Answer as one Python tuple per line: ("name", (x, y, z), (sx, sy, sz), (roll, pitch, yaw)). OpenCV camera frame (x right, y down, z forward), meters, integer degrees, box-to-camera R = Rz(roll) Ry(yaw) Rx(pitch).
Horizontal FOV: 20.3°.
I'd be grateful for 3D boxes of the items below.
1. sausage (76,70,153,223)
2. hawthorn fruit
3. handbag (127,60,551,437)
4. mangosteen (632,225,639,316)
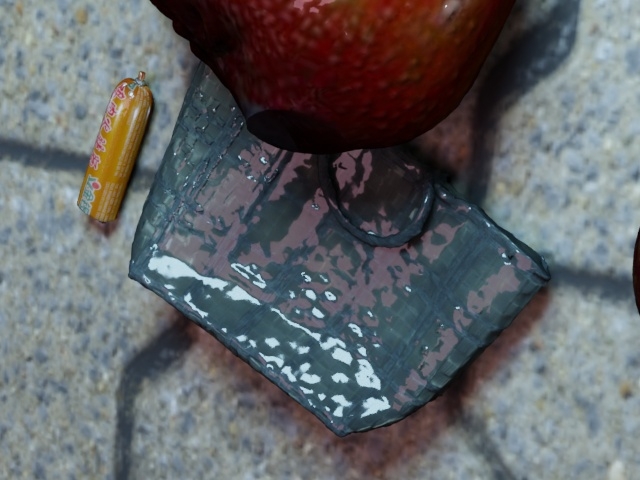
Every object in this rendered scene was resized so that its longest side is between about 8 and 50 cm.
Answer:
("sausage", (-0.136, -0.065, 1.199), (0.031, 0.031, 0.107), (29, 115, 20))
("hawthorn fruit", (0.024, -0.184, 0.990), (0.266, 0.210, 0.230), (-44, 73, 13))
("handbag", (0.000, 0.000, 1.118), (0.270, 0.089, 0.175), (37, 110, 16))
("mangosteen", (0.242, 0.029, 0.946), (0.172, 0.172, 0.184), (40, 137, 15))
